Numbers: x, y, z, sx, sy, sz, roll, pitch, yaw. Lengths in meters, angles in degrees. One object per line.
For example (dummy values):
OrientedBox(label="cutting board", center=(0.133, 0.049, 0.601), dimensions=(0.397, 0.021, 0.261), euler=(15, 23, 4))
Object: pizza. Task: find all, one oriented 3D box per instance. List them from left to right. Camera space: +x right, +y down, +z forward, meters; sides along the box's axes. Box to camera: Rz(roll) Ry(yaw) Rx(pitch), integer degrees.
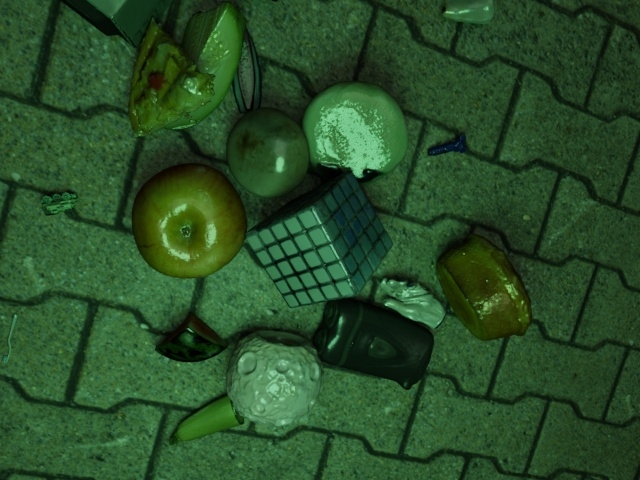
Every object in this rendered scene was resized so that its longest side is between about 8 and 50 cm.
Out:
OrientedBox(label="pizza", center=(-0.345, -0.373, 0.933), dimensions=(0.075, 0.288, 0.280), euler=(0, 102, -55))

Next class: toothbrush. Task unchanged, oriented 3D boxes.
OrientedBox(label="toothbrush", center=(-0.792, 0.249, 1.035), dimensions=(0.013, 0.011, 0.131), euler=(13, 94, -34))

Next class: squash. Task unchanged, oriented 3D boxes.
OrientedBox(label="squash", center=(-0.327, 0.516, 1.137), dimensions=(0.224, 0.094, 0.094), euler=(-27, 102, -1))
OrientedBox(label="squash", center=(-0.273, -0.403, 0.994), dimensions=(0.111, 0.203, 0.288), euler=(13, 91, -46))

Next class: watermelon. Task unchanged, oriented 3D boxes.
OrientedBox(label="watermelon", center=(-0.360, 0.283, 1.083), dimensions=(0.145, 0.137, 0.193), euler=(-43, 145, -5))

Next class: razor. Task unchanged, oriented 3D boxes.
OrientedBox(label="razor", center=(0.156, 0.299, 1.188), dimensions=(0.349, 0.113, 0.204), euler=(22, 93, -15))

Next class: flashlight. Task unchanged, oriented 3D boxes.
OrientedBox(label="flashlight", center=(0.376, -0.276, 1.205), dimensions=(0.121, 0.035, 0.057), euler=(-15, 125, -5))

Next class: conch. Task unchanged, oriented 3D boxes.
OrientedBox(label="conch", center=(0.432, -0.669, 1.156), dimensions=(0.176, 0.094, 0.104), euler=(-2, 113, 15))

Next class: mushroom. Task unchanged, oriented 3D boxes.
OrientedBox(label="mushroom", center=(-0.132, -0.223, 1.036), dimensions=(0.226, 0.178, 0.226), euler=(10, 118, 20))

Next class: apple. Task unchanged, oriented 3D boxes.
OrientedBox(label="apple", center=(-0.317, -0.044, 0.984), dimensions=(0.286, 0.233, 0.286), euler=(-2, 99, -12))

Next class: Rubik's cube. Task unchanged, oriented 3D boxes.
OrientedBox(label="Rubik's cube", center=(0.000, 0.000, 1.014), dimensions=(0.237, 0.238, 0.237), euler=(58, 40, -13))

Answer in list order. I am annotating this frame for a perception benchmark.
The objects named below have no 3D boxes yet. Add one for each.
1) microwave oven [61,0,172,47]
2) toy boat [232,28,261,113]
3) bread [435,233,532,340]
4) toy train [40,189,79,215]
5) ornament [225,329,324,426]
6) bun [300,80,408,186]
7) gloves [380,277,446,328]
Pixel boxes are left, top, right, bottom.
OrientedBox(label="microwave oven", center=(-0.504, -0.655, 0.876), dimensions=(0.355, 0.218, 0.286), euler=(35, 90, -14))
OrientedBox(label="toy boat", center=(-0.195, -0.452, 1.058), dimensions=(0.080, 0.046, 0.228), euler=(-3, 100, -9))
OrientedBox(label="bread", center=(0.456, 0.139, 1.150), dimensions=(0.172, 0.312, 0.312), euler=(-24, 101, 2))
OrientedBox(label="toy train", center=(-0.649, -0.094, 1.011), dimensions=(0.083, 0.033, 0.053), euler=(-11, 104, -11))
OrientedBox(label="ornament", center=(-0.119, 0.366, 1.070), dimensions=(0.259, 0.259, 0.225), euler=(11, 90, -13))
OrientedBox(label="bun", center=(0.085, -0.286, 1.079), dimensions=(0.283, 0.179, 0.283), euler=(1, 114, 1))
OrientedBox(label="gloves", center=(0.272, 0.179, 1.208), dimensions=(0.229, 0.097, 0.119), euler=(37, 76, -16))
